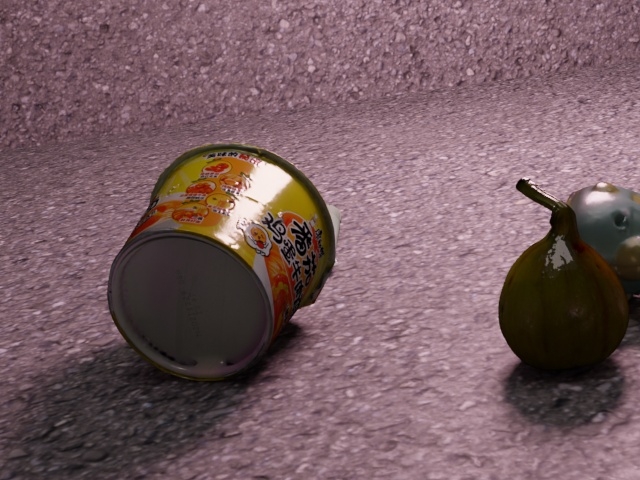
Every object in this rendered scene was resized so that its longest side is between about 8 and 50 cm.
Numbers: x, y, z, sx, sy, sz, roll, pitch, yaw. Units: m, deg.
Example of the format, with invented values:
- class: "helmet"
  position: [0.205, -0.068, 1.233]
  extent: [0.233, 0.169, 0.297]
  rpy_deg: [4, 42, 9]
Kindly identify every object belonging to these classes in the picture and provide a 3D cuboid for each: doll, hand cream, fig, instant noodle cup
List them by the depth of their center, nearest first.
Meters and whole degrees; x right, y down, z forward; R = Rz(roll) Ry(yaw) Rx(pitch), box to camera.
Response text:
- class: "fig"
  position: [0.274, 0.049, 1.073]
  extent: [0.142, 0.186, 0.148]
  rpy_deg: [9, 25, -5]
- class: "instant noodle cup"
  position: [-0.129, 0.032, 1.188]
  extent: [0.264, 0.264, 0.200]
  rpy_deg: [-1, 26, 17]
- class: "doll"
  position: [0.435, 0.001, 1.196]
  extent: [0.260, 0.162, 0.177]
  rpy_deg: [-2, 17, 22]
- class: "hand cream"
  position: [0.000, 0.000, 1.544]
  extent: [0.078, 0.050, 0.205]
  rpy_deg: [-1, 23, 9]
